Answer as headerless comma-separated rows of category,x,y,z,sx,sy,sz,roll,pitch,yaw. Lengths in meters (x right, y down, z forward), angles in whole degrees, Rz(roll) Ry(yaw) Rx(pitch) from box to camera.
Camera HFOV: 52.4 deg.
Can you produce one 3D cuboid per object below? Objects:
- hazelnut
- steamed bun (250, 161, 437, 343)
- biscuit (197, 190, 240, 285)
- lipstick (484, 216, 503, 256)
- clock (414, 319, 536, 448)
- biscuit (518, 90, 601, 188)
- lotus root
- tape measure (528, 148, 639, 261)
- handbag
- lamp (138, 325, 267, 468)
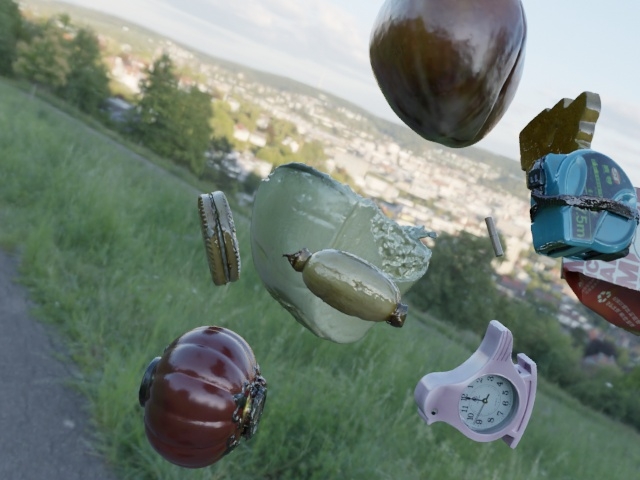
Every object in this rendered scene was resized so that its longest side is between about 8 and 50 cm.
hazelnut,0.252,-0.361,1.287,0.315,0.372,0.372,-6,-4,31
steamed bun,0.000,0.000,1.106,0.272,0.273,0.290,43,-12,-31
biscuit,-0.259,-0.004,1.660,0.079,0.259,0.259,-11,19,-11
lipstick,0.392,-0.008,1.469,0.019,0.094,0.019,-11,-19,-4
clock,0.386,0.338,1.578,0.275,0.290,0.080,14,6,-10
biscuit,0.416,-0.166,1.155,0.041,0.212,0.239,13,18,-10
lotus root,0.029,0.046,0.712,0.150,0.062,0.073,28,4,10
tape measure,0.306,-0.042,0.759,0.146,0.125,0.081,9,-19,-24
handbag,0.481,0.033,1.001,0.298,0.171,0.151,23,-27,-26
lamp,-0.252,0.337,1.409,0.257,0.303,0.303,14,10,9
